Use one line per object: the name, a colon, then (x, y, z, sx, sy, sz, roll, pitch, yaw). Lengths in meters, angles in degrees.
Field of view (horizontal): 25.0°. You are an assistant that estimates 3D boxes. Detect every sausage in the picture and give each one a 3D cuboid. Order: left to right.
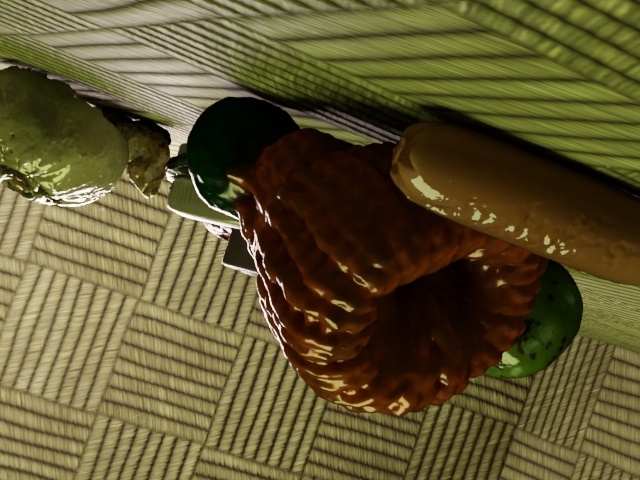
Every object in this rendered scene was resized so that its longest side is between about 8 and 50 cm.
sausage: (0.193, -0.031, 1.275, 0.289, 0.086, 0.086, 19, 178, -18)

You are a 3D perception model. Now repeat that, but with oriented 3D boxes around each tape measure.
tape measure: (-0.072, -0.072, 1.980, 0.271, 0.133, 0.231, 16, -177, 37)

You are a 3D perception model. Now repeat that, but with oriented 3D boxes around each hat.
hat: (0.020, 0.001, 1.491, 0.285, 0.285, 0.400, 22, -173, -37)

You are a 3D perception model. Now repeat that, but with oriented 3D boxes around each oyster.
oyster: (-0.318, -0.165, 2.344, 0.233, 0.107, 0.161, 41, -164, 36)

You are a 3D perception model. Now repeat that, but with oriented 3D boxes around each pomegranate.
pomegranate: (0.284, 0.090, 2.183, 0.211, 0.211, 0.263, 17, 142, 47)

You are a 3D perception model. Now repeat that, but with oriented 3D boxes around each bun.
bun: (-0.426, -0.143, 2.190, 0.259, 0.152, 0.259, 30, 161, 11)

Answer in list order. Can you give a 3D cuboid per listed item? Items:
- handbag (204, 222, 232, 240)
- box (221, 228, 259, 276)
handbag: (-0.083, -0.040, 2.494, 0.135, 0.146, 0.225, 25, -178, 40)
box: (0.000, 0.000, 2.263, 0.252, 0.188, 0.153, 19, 178, -41)
